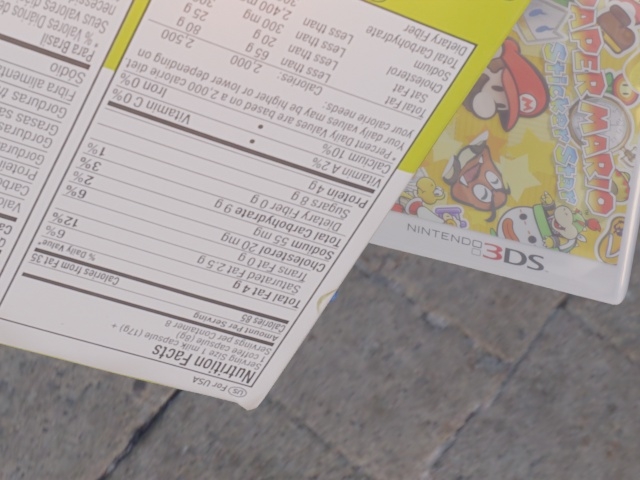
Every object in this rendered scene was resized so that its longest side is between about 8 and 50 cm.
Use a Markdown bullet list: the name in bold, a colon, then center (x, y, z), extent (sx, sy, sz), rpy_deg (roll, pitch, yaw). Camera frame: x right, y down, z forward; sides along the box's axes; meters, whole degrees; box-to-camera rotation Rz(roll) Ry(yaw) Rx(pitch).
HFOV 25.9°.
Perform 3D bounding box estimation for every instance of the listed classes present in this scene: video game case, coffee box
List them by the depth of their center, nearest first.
- **coffee box**: center (-0.127, -0.176, 0.686), extent (0.338, 0.334, 0.338), rpy_deg (17, 35, -23)
- **video game case**: center (0.111, -0.081, 0.895), extent (0.206, 0.227, 0.026), rpy_deg (14, 32, 19)

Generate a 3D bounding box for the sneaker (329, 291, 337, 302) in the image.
- **sneaker**: center (0.000, 0.000, 1.340), extent (0.052, 0.058, 0.135), rpy_deg (-2, 87, -32)
